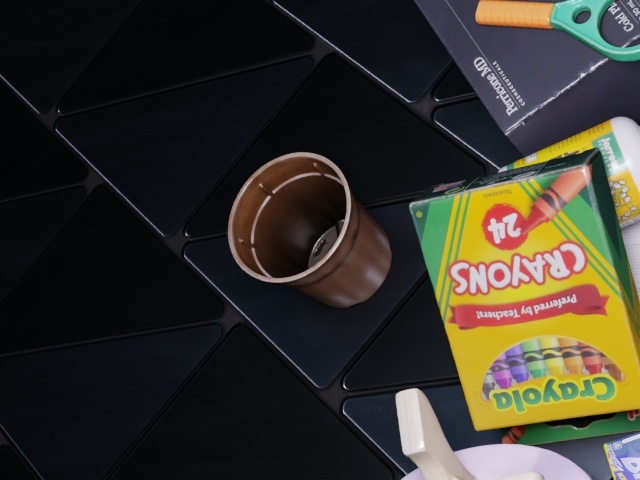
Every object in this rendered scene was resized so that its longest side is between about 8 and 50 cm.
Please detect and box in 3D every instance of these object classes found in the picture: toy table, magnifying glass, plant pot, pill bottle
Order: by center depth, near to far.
[{"bbox_3d":[0.143,0.292,1.477,0.274,0.161,0.252,-29,60,18],"label":"toy table"},{"bbox_3d":[0.280,-0.247,1.544,0.231,0.026,0.092,8,74,33],"label":"magnifying glass"},{"bbox_3d":[0.312,-0.066,1.560,0.208,0.117,0.118,-23,59,16],"label":"pill bottle"},{"bbox_3d":[0.000,0.000,1.729,0.167,0.165,0.167,-12,63,26],"label":"plant pot"}]

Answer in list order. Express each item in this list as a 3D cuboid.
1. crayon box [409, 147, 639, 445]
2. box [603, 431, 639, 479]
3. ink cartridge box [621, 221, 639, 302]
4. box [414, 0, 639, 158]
[{"bbox_3d":[0.239,0.080,1.507,0.202,0.081,0.319,-13,102,26],"label":"crayon box"},{"bbox_3d":[0.353,0.287,1.470,0.059,0.054,0.169,-24,59,19],"label":"box"},{"bbox_3d":[0.334,0.029,1.595,0.206,0.045,0.208,-7,60,27],"label":"ink cartridge box"},{"bbox_3d":[0.297,-0.297,1.680,0.312,0.179,0.343,-35,56,11],"label":"box"}]
